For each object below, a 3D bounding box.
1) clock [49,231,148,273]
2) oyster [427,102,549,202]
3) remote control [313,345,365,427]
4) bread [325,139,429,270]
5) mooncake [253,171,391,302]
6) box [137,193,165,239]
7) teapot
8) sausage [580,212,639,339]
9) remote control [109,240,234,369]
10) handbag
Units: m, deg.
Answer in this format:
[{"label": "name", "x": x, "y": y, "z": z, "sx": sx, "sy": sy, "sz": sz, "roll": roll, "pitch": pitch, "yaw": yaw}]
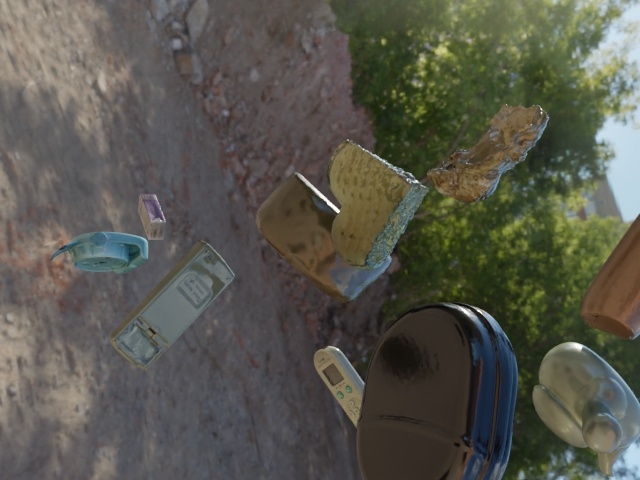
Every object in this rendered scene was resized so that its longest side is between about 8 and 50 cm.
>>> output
[{"label": "clock", "x": -0.370, "y": 0.019, "z": 1.159, "sx": 0.147, "sy": 0.108, "sz": 0.045, "roll": 9, "pitch": 66, "yaw": -39}, {"label": "oyster", "x": 0.312, "y": -0.151, "z": 1.258, "sx": 0.107, "sy": 0.233, "sz": 0.161, "roll": 50, "pitch": 20, "yaw": -10}, {"label": "remote control", "x": 0.066, "y": 0.314, "z": 1.441, "sx": 0.221, "sy": 0.042, "sz": 0.078, "roll": 55, "pitch": -43, "yaw": 10}, {"label": "bread", "x": 0.089, "y": -0.068, "z": 1.110, "sx": 0.064, "sy": 0.173, "sz": 0.231, "roll": 21, "pitch": 56, "yaw": -49}, {"label": "mooncake", "x": 0.000, "y": 0.000, "z": 1.457, "sx": 0.284, "sy": 0.155, "sz": 0.284, "roll": 42, "pitch": 5, "yaw": -5}, {"label": "box", "x": -0.374, "y": -0.053, "z": 1.543, "sx": 0.117, "sy": 0.036, "sz": 0.050, "roll": 58, "pitch": -40, "yaw": 44}, {"label": "teapot", "x": 0.455, "y": 0.273, "z": 1.208, "sx": 0.220, "sy": 0.149, "sz": 0.318, "roll": 50, "pitch": -1, "yaw": 34}, {"label": "sausage", "x": 0.564, "y": 0.059, "z": 1.224, "sx": 0.123, "sy": 0.252, "sz": 0.123, "roll": 32, "pitch": 5, "yaw": -3}, {"label": "remote control", "x": -0.309, "y": 0.136, "z": 1.458, "sx": 0.038, "sy": 0.285, "sz": 0.123, "roll": 23, "pitch": -24, "yaw": 48}, {"label": "handbag", "x": 0.149, "y": 0.231, "z": 0.962, "sx": 0.093, "sy": 0.254, "sz": 0.307, "roll": 25, "pitch": 67, "yaw": -31}]
